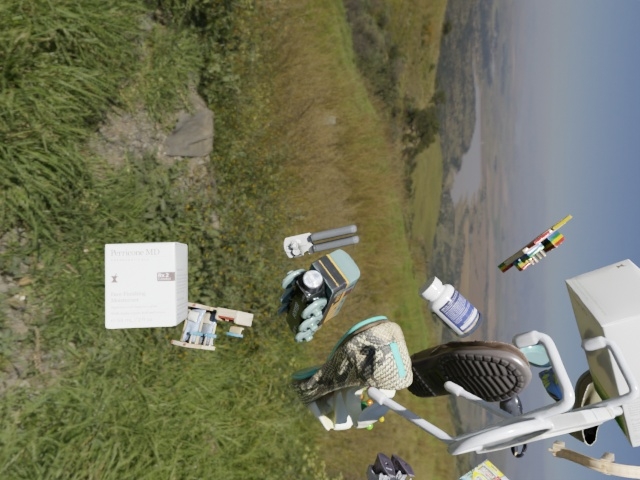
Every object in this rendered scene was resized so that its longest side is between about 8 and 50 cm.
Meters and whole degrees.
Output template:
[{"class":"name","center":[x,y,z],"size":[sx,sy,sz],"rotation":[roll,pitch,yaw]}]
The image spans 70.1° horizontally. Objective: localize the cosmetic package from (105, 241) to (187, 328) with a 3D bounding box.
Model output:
[{"class":"cosmetic package","center":[-0.393,0.098,1.049],"size":[0.151,0.151,0.184],"rotation":[163,-75,-83]}]

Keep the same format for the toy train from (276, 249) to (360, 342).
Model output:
[{"class":"toy train","center":[-0.008,0.159,1.257],"size":[0.190,0.142,0.334],"rotation":[-27,156,-24]}]

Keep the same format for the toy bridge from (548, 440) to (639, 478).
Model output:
[{"class":"toy bridge","center":[0.503,0.390,0.801],"size":[0.063,0.188,0.026],"rotation":[13,78,-50]}]

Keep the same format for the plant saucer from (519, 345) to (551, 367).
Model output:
[{"class":"plant saucer","center":[0.693,0.372,1.447],"size":[0.119,0.119,0.021],"rotation":[-36,128,-61]}]

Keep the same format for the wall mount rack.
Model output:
[{"class":"wall mount rack","center":[0.255,0.229,0.660],"size":[0.349,0.304,0.131],"rotation":[12,53,-37]}]

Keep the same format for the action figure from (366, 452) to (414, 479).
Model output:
[{"class":"action figure","center":[0.098,0.620,1.024],"size":[0.185,0.099,0.285],"rotation":[26,94,-26]}]

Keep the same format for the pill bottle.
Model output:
[{"class":"pill bottle","center":[0.356,0.182,1.267],"size":[0.169,0.094,0.094],"rotation":[43,35,-2]}]

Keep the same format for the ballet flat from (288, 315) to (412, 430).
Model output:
[{"class":"ballet flat","center":[0.051,0.323,1.003],"size":[0.163,0.483,0.182],"rotation":[-10,67,-27]}]

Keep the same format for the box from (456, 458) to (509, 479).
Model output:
[{"class":"box","center":[0.556,0.817,1.419],"size":[0.159,0.233,0.044],"rotation":[-14,122,-30]}]

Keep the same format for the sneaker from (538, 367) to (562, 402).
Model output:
[{"class":"sneaker","center":[0.627,0.386,1.211],"size":[0.078,0.067,0.188],"rotation":[65,23,8]}]

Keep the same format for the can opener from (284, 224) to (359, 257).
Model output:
[{"class":"can opener","center":[0.000,0.000,1.587],"size":[0.093,0.280,0.074],"rotation":[-24,100,-66]}]

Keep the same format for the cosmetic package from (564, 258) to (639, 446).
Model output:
[{"class":"cosmetic package","center":[0.707,0.255,1.038],"size":[0.366,0.155,0.197],"rotation":[63,16,-20]}]

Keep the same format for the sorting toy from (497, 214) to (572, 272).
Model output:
[{"class":"sorting toy","center":[0.543,0.017,1.133],"size":[0.046,0.132,0.274],"rotation":[53,-8,15]}]

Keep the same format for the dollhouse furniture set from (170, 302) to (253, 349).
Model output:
[{"class":"dollhouse furniture set","center":[-0.323,0.263,1.360],"size":[0.129,0.183,0.130],"rotation":[30,68,-57]}]

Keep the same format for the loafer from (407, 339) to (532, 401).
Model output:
[{"class":"loafer","center":[0.326,0.278,1.060],"size":[0.130,0.366,0.134],"rotation":[-38,97,-34]}]

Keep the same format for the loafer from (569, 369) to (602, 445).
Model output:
[{"class":"loafer","center":[0.791,0.483,1.318],"size":[0.087,0.094,0.251],"rotation":[-111,-158,-69]}]

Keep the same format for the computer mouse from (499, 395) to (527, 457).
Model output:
[{"class":"computer mouse","center":[0.633,0.608,1.494],"size":[0.041,0.071,0.242],"rotation":[-28,107,-59]}]

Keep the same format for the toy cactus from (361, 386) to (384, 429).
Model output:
[{"class":"toy cactus","center":[0.148,0.611,1.724],"size":[0.112,0.180,0.219],"rotation":[-52,138,-44]}]
